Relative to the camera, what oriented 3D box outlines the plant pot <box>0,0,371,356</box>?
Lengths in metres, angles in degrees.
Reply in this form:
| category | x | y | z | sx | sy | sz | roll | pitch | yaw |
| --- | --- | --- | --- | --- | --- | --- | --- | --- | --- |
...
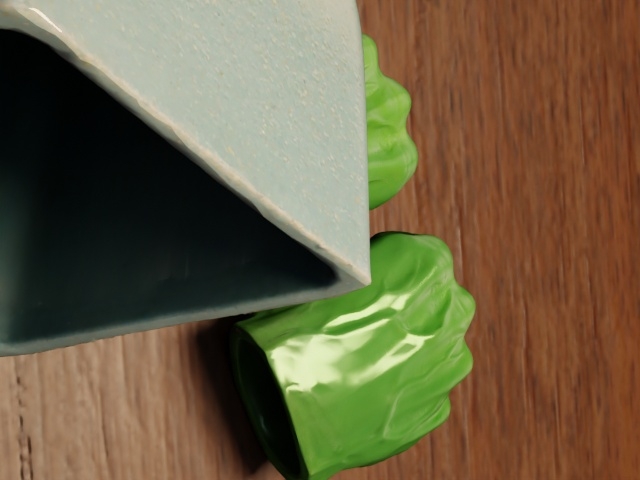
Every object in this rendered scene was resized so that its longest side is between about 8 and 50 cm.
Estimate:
| category | x | y | z | sx | sy | sz | roll | pitch | yaw |
| --- | --- | --- | --- | --- | --- | --- | --- | --- | --- |
| plant pot | -0.129 | -0.119 | 0.826 | 0.247 | 0.248 | 0.252 | 38 | 50 | -45 |

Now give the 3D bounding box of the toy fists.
| category | x | y | z | sx | sy | sz | roll | pitch | yaw |
| --- | --- | --- | --- | --- | --- | --- | --- | --- | --- |
| toy fists | 0.000 | 0.000 | 1.017 | 0.142 | 0.096 | 0.279 | -24 | 104 | -22 |
